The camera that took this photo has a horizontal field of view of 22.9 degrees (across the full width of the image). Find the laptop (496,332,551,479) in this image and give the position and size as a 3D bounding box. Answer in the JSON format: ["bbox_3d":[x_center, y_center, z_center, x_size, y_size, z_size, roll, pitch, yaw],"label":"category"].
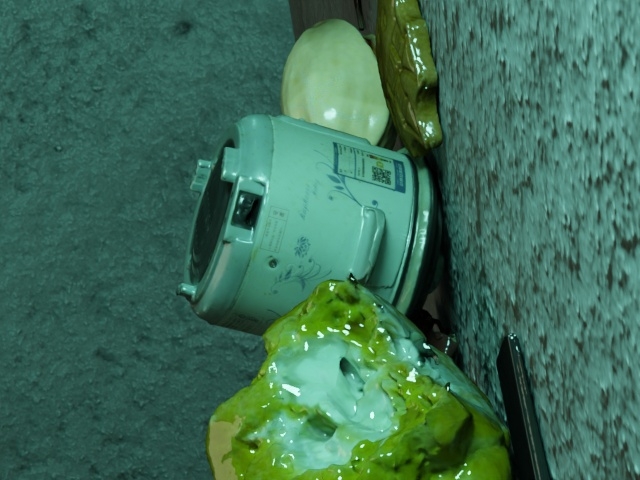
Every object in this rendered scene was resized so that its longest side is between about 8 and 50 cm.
[{"bbox_3d":[0.191,0.191,1.455,0.135,0.016,0.197,88,173,-75],"label":"laptop"}]

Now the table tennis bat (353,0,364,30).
[{"bbox_3d":[0.052,-0.335,2.236,0.050,0.007,0.083,92,169,-72],"label":"table tennis bat"}]

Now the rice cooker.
[{"bbox_3d":[0.000,0.000,1.792,0.316,0.316,0.264,102,-179,-81],"label":"rice cooker"}]

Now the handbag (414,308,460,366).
[{"bbox_3d":[0.076,0.193,1.891,0.127,0.235,0.213,36,-178,-15],"label":"handbag"}]

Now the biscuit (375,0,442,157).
[{"bbox_3d":[0.091,-0.182,1.716,0.182,0.034,0.215,90,168,-52],"label":"biscuit"}]

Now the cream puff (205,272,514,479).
[{"bbox_3d":[0.043,0.216,1.579,0.274,0.270,0.323,37,-168,-43],"label":"cream puff"}]

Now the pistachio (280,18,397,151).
[{"bbox_3d":[0.027,-0.185,2.008,0.157,0.157,0.229,84,180,-51],"label":"pistachio"}]
